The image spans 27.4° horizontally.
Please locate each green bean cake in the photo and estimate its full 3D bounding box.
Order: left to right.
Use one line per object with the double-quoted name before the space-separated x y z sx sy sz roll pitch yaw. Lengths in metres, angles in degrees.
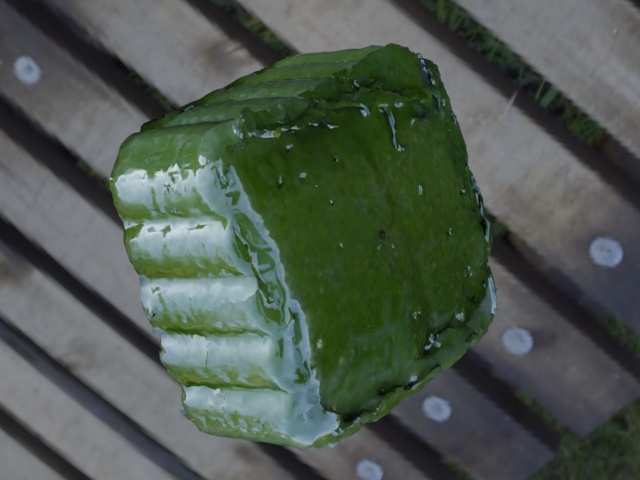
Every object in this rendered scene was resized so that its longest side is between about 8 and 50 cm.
"green bean cake" 0.000 0.000 0.762 0.113 0.214 0.200 -3 113 44
